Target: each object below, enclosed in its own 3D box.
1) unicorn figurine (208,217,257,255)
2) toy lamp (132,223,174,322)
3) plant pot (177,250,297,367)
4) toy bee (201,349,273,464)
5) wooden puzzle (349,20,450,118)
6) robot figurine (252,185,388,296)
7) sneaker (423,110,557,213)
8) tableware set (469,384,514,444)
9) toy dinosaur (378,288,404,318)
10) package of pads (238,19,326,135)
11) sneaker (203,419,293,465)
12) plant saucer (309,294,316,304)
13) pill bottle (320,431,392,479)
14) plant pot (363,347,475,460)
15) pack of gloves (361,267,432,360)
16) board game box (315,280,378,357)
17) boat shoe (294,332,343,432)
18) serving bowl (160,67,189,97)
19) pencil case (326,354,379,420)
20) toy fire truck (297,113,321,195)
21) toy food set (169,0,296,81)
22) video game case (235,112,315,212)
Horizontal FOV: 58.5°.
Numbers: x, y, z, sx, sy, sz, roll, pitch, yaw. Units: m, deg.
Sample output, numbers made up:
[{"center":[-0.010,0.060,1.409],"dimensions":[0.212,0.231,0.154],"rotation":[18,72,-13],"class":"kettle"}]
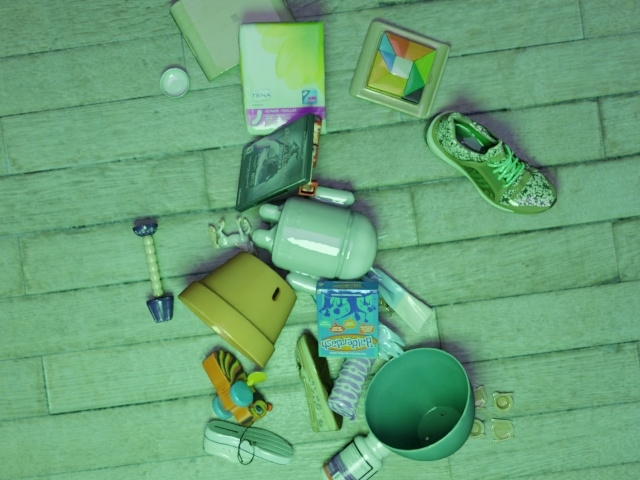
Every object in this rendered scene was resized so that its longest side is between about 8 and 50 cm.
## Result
[{"center":[-0.235,-0.007,1.606],"dimensions":[0.162,0.060,0.111],"rotation":[-6,86,25],"class":"unicorn figurine"},{"center":[-0.464,0.092,1.600],"dimensions":[0.080,0.080,0.275],"rotation":[-11,91,1],"class":"toy lamp"},{"center":[-0.201,0.166,1.510],"dimensions":[0.291,0.291,0.203],"rotation":[39,75,1],"class":"plant pot"},{"center":[-0.218,0.448,1.578],"dimensions":[0.195,0.162,0.298],"rotation":[-16,75,32],"class":"toy bee"},{"center":[0.223,-0.481,1.605],"dimensions":[0.238,0.044,0.221],"rotation":[18,91,1],"class":"wooden puzzle"},{"center":[0.000,0.000,1.530],"dimensions":[0.353,0.200,0.300],"rotation":[13,83,1],"class":"robot figurine"},{"center":[0.464,-0.207,1.532],"dimensions":[0.410,0.182,0.158],"rotation":[34,90,0],"class":"sneaker"},{"center":[0.477,0.493,1.613],"dimensions":[0.141,0.020,0.169],"rotation":[0,90,1],"class":"tableware set"},{"center":[0.148,0.176,1.612],"dimensions":[0.183,0.053,0.093],"rotation":[-5,75,-7],"class":"toy dinosaur"},{"center":[-0.103,-0.437,1.550],"dimensions":[0.229,0.101,0.297],"rotation":[-2,106,-1],"class":"package of pads"},{"center":[-0.204,0.582,1.600],"dimensions":[0.258,0.094,0.091],"rotation":[17,108,5],"class":"sneaker"},{"center":[0.039,0.205,1.621],"dimensions":[0.067,0.018,0.192],"rotation":[-32,90,1],"class":"plant saucer"},{"center":[0.103,0.609,1.575],"dimensions":[0.193,0.108,0.108],"rotation":[-40,89,0],"class":"pill bottle"},{"center":[0.287,0.460,1.513],"dimensions":[0.290,0.290,0.195],"rotation":[-37,125,1],"class":"plant pot"},{"center":[0.170,0.198,1.556],"dimensions":[0.232,0.046,0.195],"rotation":[37,74,-1],"class":"pack of gloves"},{"center":[0.072,0.207,1.484],"dimensions":[0.160,0.047,0.210],"rotation":[0,116,6],"class":"board game box"},{"center":[-0.021,0.398,1.579],"dimensions":[0.089,0.104,0.285],"rotation":[-17,91,18],"class":"boat shoe"},{"center":[-0.411,-0.444,1.623],"dimensions":[0.083,0.027,0.083],"rotation":[0,91,1],"class":"serving bowl"},{"center":[0.090,0.374,1.552],"dimensions":[0.088,0.086,0.206],"rotation":[39,60,-18],"class":"pencil case"},{"center":[-0.027,-0.226,1.501],"dimensions":[0.047,0.135,0.192],"rotation":[6,113,-7],"class":"toy fire truck"},{"center":[-0.236,-0.613,1.601],"dimensions":[0.306,0.092,0.220],"rotation":[-28,101,2],"class":"toy food set"},{"center":[-0.122,-0.200,1.500],"dimensions":[0.026,0.274,0.196],"rotation":[24,60,-39],"class":"video game case"}]
